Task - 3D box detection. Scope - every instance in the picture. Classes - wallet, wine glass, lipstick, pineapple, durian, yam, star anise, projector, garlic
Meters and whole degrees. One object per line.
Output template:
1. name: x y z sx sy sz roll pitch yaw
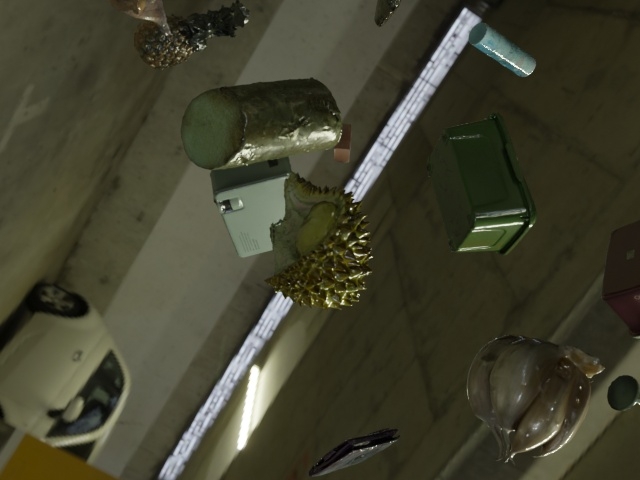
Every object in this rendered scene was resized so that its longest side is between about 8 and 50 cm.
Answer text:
1. wallet: 0.060 0.377 1.364 0.111 0.030 0.165 -39 155 27
2. wine glass: 0.680 0.344 1.555 0.079 0.195 0.079 -47 -154 32
3. lipstick: 0.363 -0.378 1.517 0.048 0.157 0.048 -28 -128 43
4. pineapple: -0.269 -0.447 1.620 0.251 0.125 0.125 -15 -152 19
5. durian: 0.000 0.000 1.232 0.306 0.166 0.172 -96 175 -49
6. yam: -0.112 -0.236 1.531 0.304 0.168 0.168 -15 158 -37
7. lipstick: 0.061 -0.270 2.107 0.145 0.045 0.045 -83 178 -54
8. star anise: -0.251 -0.322 0.910 0.063 0.171 0.208 -50 -130 6
9. projector: -0.142 -0.086 1.807 0.257 0.191 0.099 75 0 -52
10. garlic: 0.434 0.314 1.595 0.292 0.237 0.210 -37 180 -14

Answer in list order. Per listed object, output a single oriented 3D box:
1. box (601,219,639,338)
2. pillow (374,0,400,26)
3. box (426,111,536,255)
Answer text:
1. box: 0.842 0.085 1.958 0.193 0.167 0.294 -30 -153 47
2. pillow: 0.185 -0.645 1.887 0.093 0.051 0.241 -123 -136 -58
3. box: 0.401 -0.134 1.959 0.253 0.177 0.329 109 -31 -64
